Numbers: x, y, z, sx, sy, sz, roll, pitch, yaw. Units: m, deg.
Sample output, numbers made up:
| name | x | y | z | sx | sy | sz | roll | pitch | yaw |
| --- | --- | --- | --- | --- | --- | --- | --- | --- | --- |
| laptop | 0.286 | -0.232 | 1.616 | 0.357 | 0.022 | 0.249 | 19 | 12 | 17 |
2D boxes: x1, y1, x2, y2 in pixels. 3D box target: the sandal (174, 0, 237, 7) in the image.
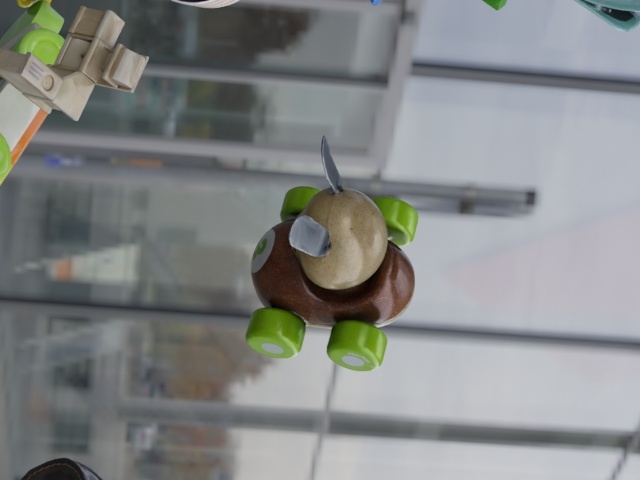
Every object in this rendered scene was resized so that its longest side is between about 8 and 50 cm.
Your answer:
| name | x | y | z | sx | sy | sz | roll | pitch | yaw |
| --- | --- | --- | --- | --- | --- | --- | --- | --- | --- |
| sandal | -0.117 | -0.236 | 1.336 | 0.265 | 0.102 | 0.076 | 37 | 60 | -75 |

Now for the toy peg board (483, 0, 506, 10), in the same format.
| name | x | y | z | sx | sy | sz | roll | pitch | yaw |
| --- | --- | --- | --- | --- | --- | --- | --- | --- | --- |
| toy peg board | 0.233 | -0.366 | 1.945 | 0.161 | 0.079 | 0.161 | -39 | 158 | -41 |

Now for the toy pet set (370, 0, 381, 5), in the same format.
| name | x | y | z | sx | sy | sz | roll | pitch | yaw |
| --- | --- | --- | --- | --- | --- | --- | --- | --- | --- |
| toy pet set | 0.071 | -0.273 | 1.331 | 0.065 | 0.122 | 0.114 | 47 | -16 | 13 |

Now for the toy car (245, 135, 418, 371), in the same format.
| name | x | y | z | sx | sy | sz | roll | pitch | yaw |
| --- | --- | --- | --- | --- | --- | --- | --- | --- | --- |
| toy car | 0.000 | 0.000 | 1.397 | 0.188 | 0.149 | 0.155 | 70 | 31 | -59 |

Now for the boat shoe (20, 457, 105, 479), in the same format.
| name | x | y | z | sx | sy | sz | roll | pitch | yaw |
| --- | --- | --- | --- | --- | --- | --- | --- | --- | --- |
| boat shoe | -0.218 | 0.274 | 1.214 | 0.130 | 0.132 | 0.355 | 55 | 14 | -29 |

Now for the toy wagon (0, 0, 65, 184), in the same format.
| name | x | y | z | sx | sy | sz | roll | pitch | yaw |
| --- | --- | --- | --- | --- | --- | --- | --- | --- | --- |
| toy wagon | -0.321 | -0.115 | 1.527 | 0.267 | 0.068 | 0.344 | -20 | -145 | 50 |

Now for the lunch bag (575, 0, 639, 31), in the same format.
| name | x | y | z | sx | sy | sz | roll | pitch | yaw |
| --- | --- | --- | --- | --- | --- | --- | --- | --- | --- |
| lunch bag | 0.348 | -0.314 | 1.689 | 0.223 | 0.262 | 0.160 | -53 | 139 | -64 |

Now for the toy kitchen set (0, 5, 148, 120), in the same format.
| name | x | y | z | sx | sy | sz | roll | pitch | yaw |
| --- | --- | --- | --- | --- | --- | --- | --- | --- | --- |
| toy kitchen set | -0.175 | -0.137 | 1.169 | 0.075 | 0.068 | 0.083 | 42 | 68 | -55 |
